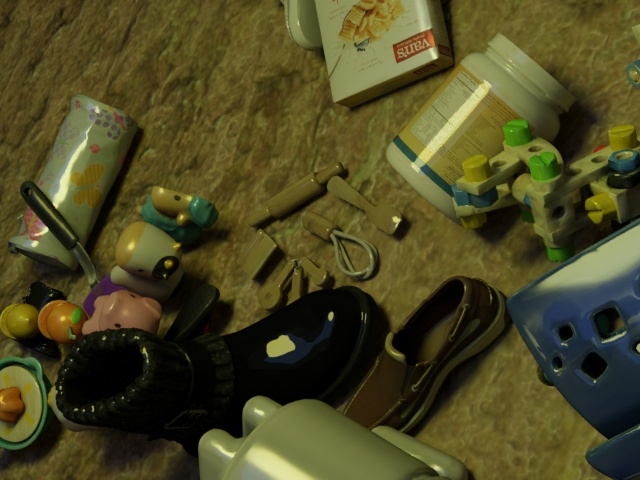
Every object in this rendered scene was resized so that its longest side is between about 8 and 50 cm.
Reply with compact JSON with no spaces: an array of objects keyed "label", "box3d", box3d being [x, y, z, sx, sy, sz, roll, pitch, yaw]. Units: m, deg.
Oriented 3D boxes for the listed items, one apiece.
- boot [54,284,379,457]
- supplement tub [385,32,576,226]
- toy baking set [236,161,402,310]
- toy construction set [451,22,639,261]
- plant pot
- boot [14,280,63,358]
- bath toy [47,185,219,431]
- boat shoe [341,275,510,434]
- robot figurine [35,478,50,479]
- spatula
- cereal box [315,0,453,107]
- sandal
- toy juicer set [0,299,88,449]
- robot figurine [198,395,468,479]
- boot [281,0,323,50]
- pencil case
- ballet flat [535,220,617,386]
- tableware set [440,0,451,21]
[{"label":"boot","box3d":[-0.123,0.144,1.654,0.348,0.260,0.131,-39,48,20]},{"label":"supplement tub","box3d":[0.189,-0.130,1.613,0.199,0.144,0.144,-49,45,9]},{"label":"toy baking set","box3d":[-0.003,-0.005,1.799,0.256,0.030,0.196,-35,52,23]},{"label":"toy construction set","box3d":[0.313,-0.098,1.477,0.328,0.151,0.215,-38,30,-10]},{"label":"plant pot","box3d":[0.352,0.112,1.291,0.236,0.236,0.212,-33,57,24]},{"label":"boot","box3d":[-0.422,0.119,2.082,0.121,0.045,0.099,17,78,46]},{"label":"bath toy","box3d":[-0.249,0.099,1.847,0.129,0.151,0.348,9,65,26]},{"label":"boat shoe","box3d":[0.100,0.136,1.584,0.257,0.095,0.095,-49,45,10]},{"label":"robot figurine","box3d":[-0.363,0.429,1.803,0.158,0.128,0.219,-19,54,37]},{"label":"spatula","box3d":[-0.351,0.024,1.993,0.084,0.030,0.296,-45,71,15]},{"label":"cereal box","box3d":[0.076,-0.318,1.840,0.173,0.047,0.240,-21,71,32]},{"label":"sandal","box3d":[-0.183,0.129,1.875,0.179,0.040,0.067,-53,22,25]},{"label":"toy juicer set","box3d":[-0.454,0.203,1.994,0.329,0.089,0.209,-29,73,28]},{"label":"robot figurine","box3d":[0.028,0.303,1.461,0.353,0.199,0.300,28,49,32]},{"label":"boot","box3d":[-0.033,-0.364,1.979,0.123,0.095,0.258,-20,47,39]},{"label":"pencil case","box3d":[-0.381,-0.087,2.106,0.124,0.113,0.273,11,76,56]},{"label":"ballet flat","box3d":[0.289,0.065,1.487,0.206,0.073,0.067,-53,31,-5]},{"label":"tableware set","box3d":[0.108,-0.360,1.878,0.194,0.039,0.128,4,71,42]}]
